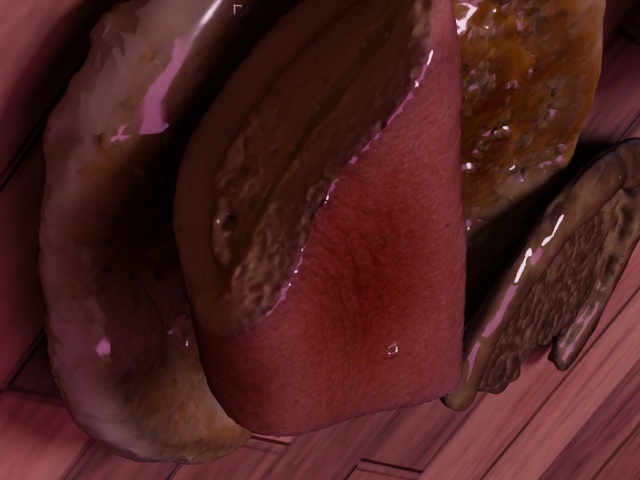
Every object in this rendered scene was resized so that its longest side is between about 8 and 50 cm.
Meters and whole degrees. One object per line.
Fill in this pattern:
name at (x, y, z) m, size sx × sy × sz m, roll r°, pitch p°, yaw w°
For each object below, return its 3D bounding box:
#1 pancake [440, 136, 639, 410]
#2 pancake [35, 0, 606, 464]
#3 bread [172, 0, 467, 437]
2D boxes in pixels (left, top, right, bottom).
pancake at (0.108, 0.031, 0.741) m, size 0.190 × 0.020 × 0.184 m, roll -40°, pitch 155°, yaw -35°
pancake at (0.007, -0.024, 0.602) m, size 0.282 × 0.049 × 0.282 m, roll -30°, pitch 145°, yaw -24°
bread at (0.000, -0.001, 0.513) m, size 0.119 × 0.067 × 0.192 m, roll -35°, pitch 144°, yaw -27°
